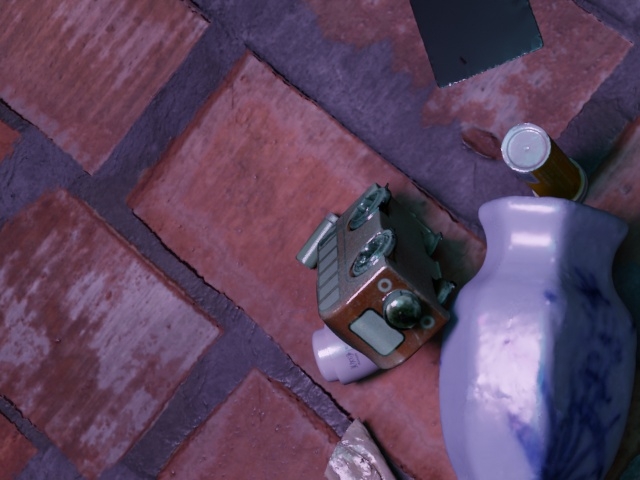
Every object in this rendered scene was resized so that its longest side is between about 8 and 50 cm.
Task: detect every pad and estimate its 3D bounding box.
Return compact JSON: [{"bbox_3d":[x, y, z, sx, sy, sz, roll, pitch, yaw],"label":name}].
[{"bbox_3d":[0.201,-0.359,2.000,0.160,0.009,0.265,-21,74,16],"label":"pad"}]

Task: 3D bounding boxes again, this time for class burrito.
[{"bbox_3d":[0.078,0.347,1.872,0.087,0.060,0.226,-38,67,5],"label":"burrito"}]

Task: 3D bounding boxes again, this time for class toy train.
[{"bbox_3d":[0.076,0.045,1.806,0.129,0.326,0.159,39,107,-15],"label":"toy train"}]

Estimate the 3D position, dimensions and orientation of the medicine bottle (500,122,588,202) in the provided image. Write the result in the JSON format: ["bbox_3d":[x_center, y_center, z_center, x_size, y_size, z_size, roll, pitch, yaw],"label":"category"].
[{"bbox_3d":[0.285,-0.092,1.795,0.074,0.218,0.073,-4,78,20],"label":"medicine bottle"}]

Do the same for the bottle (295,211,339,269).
[{"bbox_3d":[0.000,0.000,1.992,0.030,0.030,0.083,37,93,24],"label":"bottle"}]

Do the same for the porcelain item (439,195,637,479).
[{"bbox_3d":[0.265,0.159,1.746,0.178,0.243,0.405,0,78,48],"label":"porcelain item"}]

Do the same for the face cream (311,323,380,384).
[{"bbox_3d":[0.042,0.145,1.913,0.095,0.091,0.091,-17,73,10],"label":"face cream"}]
